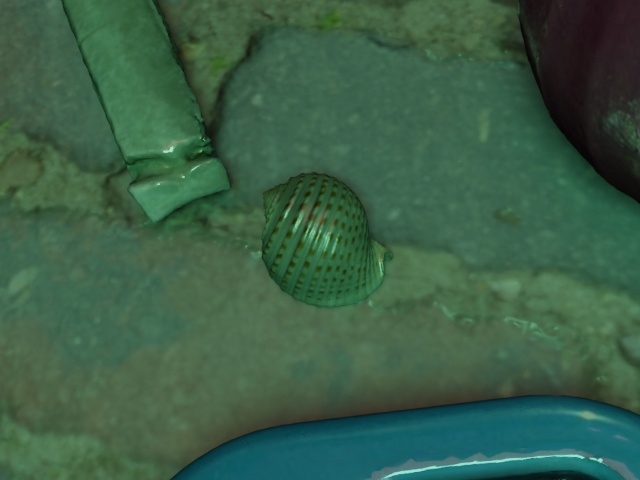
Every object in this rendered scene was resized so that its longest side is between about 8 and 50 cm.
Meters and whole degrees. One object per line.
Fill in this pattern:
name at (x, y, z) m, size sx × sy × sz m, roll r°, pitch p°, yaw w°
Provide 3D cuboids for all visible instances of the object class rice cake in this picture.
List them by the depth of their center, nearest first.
rice cake at (-0.144, -0.156, 0.730) m, size 0.066 × 0.063 × 0.336 m, roll -23°, pitch 59°, yaw -1°

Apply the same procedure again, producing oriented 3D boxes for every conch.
conch at (-0.002, -0.002, 0.626) m, size 0.085 × 0.056 × 0.076 m, roll 28°, pitch 81°, yaw 23°

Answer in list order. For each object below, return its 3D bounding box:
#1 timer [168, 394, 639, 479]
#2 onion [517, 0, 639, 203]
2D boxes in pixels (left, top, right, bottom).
timer at (0.057, 0.243, 0.441) m, size 0.309 × 0.115 × 0.340 m, roll -8°, pitch 60°, yaw 6°
onion at (0.265, -0.167, 0.538) m, size 0.358 × 0.345 × 0.358 m, roll -20°, pitch 59°, yaw 37°
